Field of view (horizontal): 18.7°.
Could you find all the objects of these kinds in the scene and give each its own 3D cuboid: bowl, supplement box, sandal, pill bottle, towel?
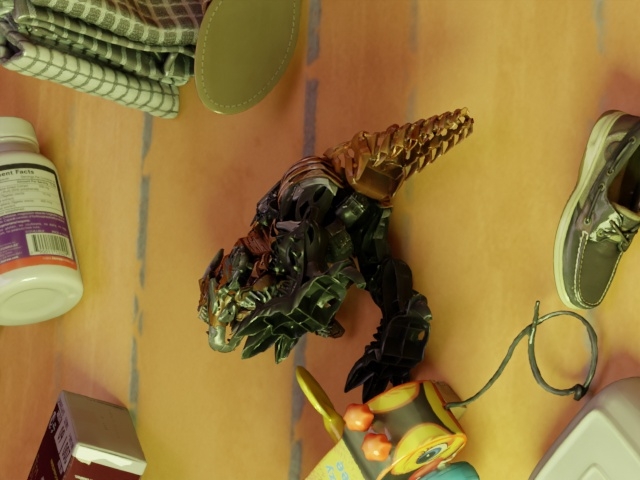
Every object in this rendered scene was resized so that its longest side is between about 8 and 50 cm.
[{"bbox_3d":[0.213,0.183,1.403,0.142,0.053,0.142,-53,50,23],"label":"bowl"},{"bbox_3d":[-0.244,0.276,1.811,0.130,0.073,0.239,-127,57,-67],"label":"supplement box"},{"bbox_3d":[-0.062,-0.223,1.763,0.079,0.088,0.240,163,120,-76],"label":"sandal"},{"bbox_3d":[-0.306,-0.022,1.935,0.108,0.108,0.193,-36,58,36],"label":"pill bottle"},{"bbox_3d":[-0.227,-0.269,1.812,0.121,0.235,0.284,-42,55,26],"label":"towel"}]

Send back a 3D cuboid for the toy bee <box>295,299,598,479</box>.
[{"bbox_3d":[0.046,0.153,1.471,0.195,0.162,0.298,37,110,32],"label":"toy bee"}]

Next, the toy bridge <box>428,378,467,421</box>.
[{"bbox_3d":[0.048,0.187,1.591,0.188,0.026,0.063,-58,48,22],"label":"toy bridge"}]

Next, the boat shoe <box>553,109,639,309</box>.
[{"bbox_3d":[0.213,-0.021,1.437,0.049,0.056,0.152,14,92,51],"label":"boat shoe"}]

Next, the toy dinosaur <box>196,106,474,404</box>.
[{"bbox_3d":[0.000,0.000,1.598,0.322,0.164,0.218,114,156,-45],"label":"toy dinosaur"}]
